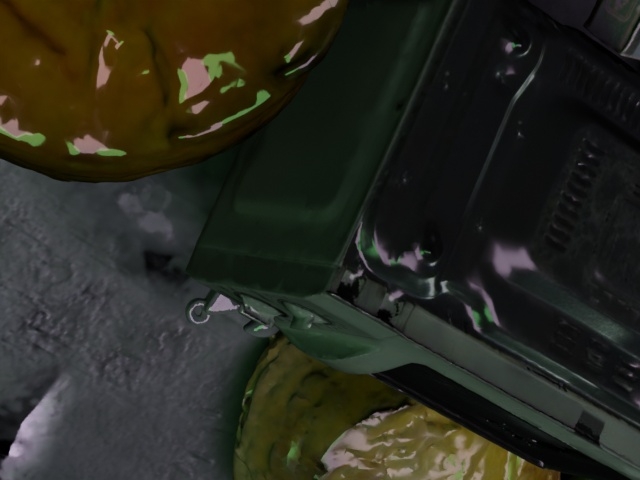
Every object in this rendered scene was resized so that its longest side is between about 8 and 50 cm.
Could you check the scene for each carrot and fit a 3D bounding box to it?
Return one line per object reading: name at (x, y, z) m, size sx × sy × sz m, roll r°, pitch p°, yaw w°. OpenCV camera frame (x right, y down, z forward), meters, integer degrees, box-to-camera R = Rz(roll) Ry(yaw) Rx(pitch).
carrot at (-0.110, -0.147, 1.029) m, size 0.241 × 0.340 × 0.242 m, roll 0°, pitch 93°, yaw -9°

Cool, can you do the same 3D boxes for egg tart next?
egg tart at (0.060, 0.148, 1.334) m, size 0.252 × 0.098 × 0.232 m, roll 35°, pitch 93°, yaw -21°

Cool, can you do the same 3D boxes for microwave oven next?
microwave oven at (0.113, -0.004, 1.176) m, size 0.295 × 0.181 × 0.237 m, roll 30°, pitch 79°, yaw -29°

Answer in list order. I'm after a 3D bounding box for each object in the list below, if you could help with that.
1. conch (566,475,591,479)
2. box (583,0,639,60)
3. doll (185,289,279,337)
conch at (0.243, 0.174, 1.468) m, size 0.200 × 0.079 × 0.095 m, roll -22°, pitch 155°, yaw 5°
box at (0.287, -0.245, 1.149) m, size 0.180 × 0.047 × 0.325 m, roll 8°, pitch 112°, yaw -41°
doll at (0.000, 0.000, 1.261) m, size 0.195 × 0.070 × 0.096 m, roll -30°, pitch 112°, yaw -10°
